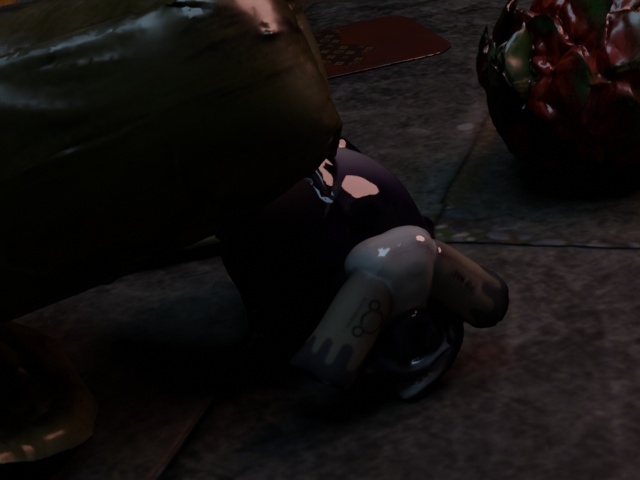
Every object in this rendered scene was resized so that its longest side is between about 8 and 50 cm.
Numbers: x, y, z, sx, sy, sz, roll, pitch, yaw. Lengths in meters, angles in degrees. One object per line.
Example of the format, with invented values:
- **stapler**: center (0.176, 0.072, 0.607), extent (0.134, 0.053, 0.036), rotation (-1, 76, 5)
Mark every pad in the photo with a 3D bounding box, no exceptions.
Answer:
- **pad**: center (0.001, -0.214, 1.319), extent (0.267, 0.004, 0.181), rotation (-14, 27, -13)

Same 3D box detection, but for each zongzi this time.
- **zongzi**: center (-0.196, -0.034, 0.589), extent (0.356, 0.174, 0.393), rotation (-15, 5, 25)

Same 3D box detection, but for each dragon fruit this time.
- **dragon fruit**: center (0.222, -0.133, 0.912), extent (0.188, 0.182, 0.182), rotation (-16, 24, 15)

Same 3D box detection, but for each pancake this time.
- **pancake**: center (-0.241, 0.084, 0.679), extent (0.212, 0.029, 0.235), rotation (22, 16, 24)

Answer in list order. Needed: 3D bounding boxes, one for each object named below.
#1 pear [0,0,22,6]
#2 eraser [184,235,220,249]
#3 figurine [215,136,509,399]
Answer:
- **pear**: center (-0.449, -0.230, 1.158), extent (0.314, 0.314, 0.314), rotation (-7, 26, 3)
- **eraser**: center (-0.190, -0.050, 0.949), extent (0.274, 0.092, 0.210), rotation (-11, 23, -7)
- **figurine**: center (0.000, 0.000, 0.739), extent (0.145, 0.145, 0.222), rotation (-21, 32, -23)
